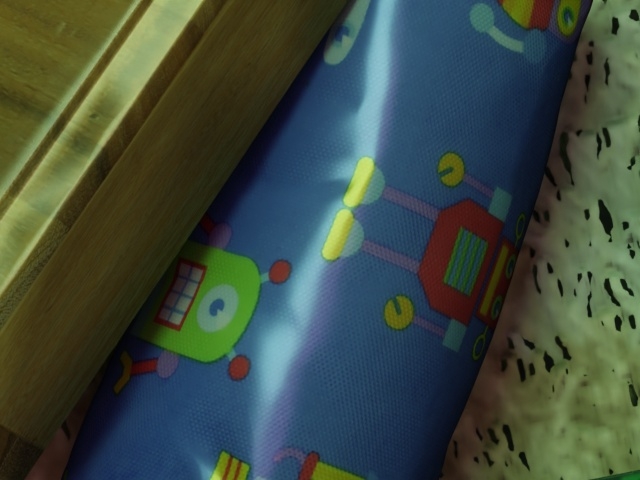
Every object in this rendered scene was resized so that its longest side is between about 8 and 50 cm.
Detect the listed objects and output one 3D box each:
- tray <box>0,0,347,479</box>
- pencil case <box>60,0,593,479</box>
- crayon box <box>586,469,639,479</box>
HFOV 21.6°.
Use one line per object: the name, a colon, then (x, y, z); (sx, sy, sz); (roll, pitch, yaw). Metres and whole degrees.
tray: (-0.206, -0.110, 0.586); (0.411, 0.076, 0.203); (30, 81, 26)
pencil case: (0.000, 0.000, 0.588); (0.133, 0.119, 0.306); (12, 78, 35)
crayon box: (0.237, 0.204, 0.482); (0.362, 0.106, 0.313); (-11, 60, -5)
